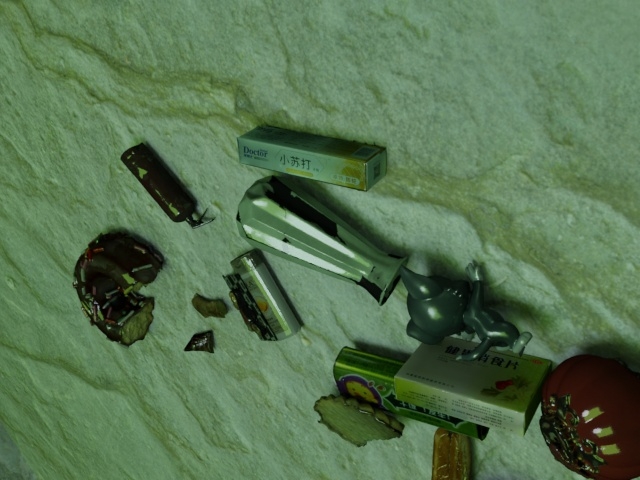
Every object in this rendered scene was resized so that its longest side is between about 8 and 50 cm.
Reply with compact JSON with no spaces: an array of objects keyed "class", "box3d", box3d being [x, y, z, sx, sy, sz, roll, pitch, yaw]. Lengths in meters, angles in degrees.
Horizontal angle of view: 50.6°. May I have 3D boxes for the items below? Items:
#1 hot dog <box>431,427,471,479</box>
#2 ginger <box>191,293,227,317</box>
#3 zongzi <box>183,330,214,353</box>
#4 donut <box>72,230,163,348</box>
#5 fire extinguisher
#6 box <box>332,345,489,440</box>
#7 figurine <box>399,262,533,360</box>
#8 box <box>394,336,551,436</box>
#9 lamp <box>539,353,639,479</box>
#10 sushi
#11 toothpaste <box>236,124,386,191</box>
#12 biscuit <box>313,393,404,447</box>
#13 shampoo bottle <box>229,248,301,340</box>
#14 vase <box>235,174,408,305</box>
[{"class":"hot dog","box3d":[0.297,0.519,1.539,0.092,0.062,0.235,16,119,28]},{"class":"ginger","box3d":[-0.289,0.178,1.787,0.137,0.044,0.057,8,147,39]},{"class":"zongzi","box3d":[-0.338,0.276,1.873,0.083,0.073,0.067,-9,113,-4]},{"class":"donut","box3d":[-0.583,0.122,1.905,0.259,0.136,0.345,35,128,12]},{"class":"fire extinguisher","box3d":[-0.376,-0.128,1.671,0.089,0.072,0.267,-41,86,5]},{"class":"box","box3d":[0.202,0.326,1.479,0.346,0.097,0.134,9,134,32]},{"class":"figurine","box3d":[0.277,0.162,1.317,0.265,0.140,0.193,44,154,38]},{"class":"box","box3d":[0.299,0.275,1.332,0.261,0.175,0.062,9,119,32]},{"class":"lamp","box3d":[0.488,0.315,1.194,0.227,0.227,0.226,16,122,28]},{"class":"sushi","box3d":[-0.191,0.174,1.683,0.201,0.031,0.139,60,157,-5]},{"class":"toothpaste","box3d":[-0.023,-0.174,1.382,0.313,0.089,0.071,16,127,28]},{"class":"biscuit","box3d":[0.073,0.417,1.587,0.187,0.036,0.273,34,151,-9]},{"class":"shampoo bottle","box3d":[-0.133,0.133,1.641,0.086,0.056,0.227,-22,100,43]},{"class":"vase","box3d":[0.000,0.000,1.421,0.360,0.165,0.165,29,127,15]}]
